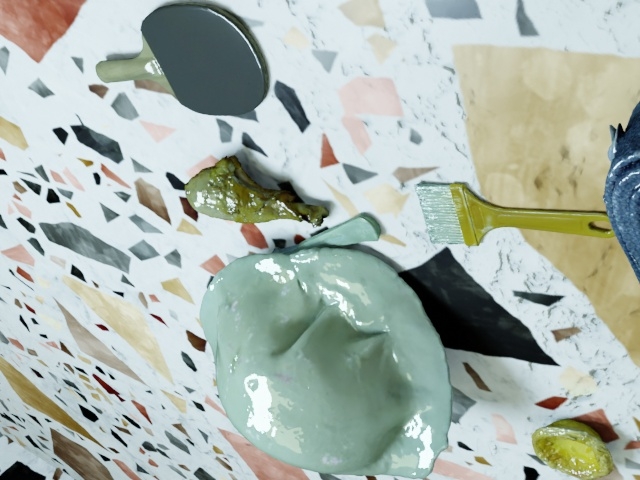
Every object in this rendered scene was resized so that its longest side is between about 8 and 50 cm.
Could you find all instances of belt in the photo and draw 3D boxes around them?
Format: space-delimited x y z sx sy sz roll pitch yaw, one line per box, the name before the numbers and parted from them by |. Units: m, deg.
belt | 0.301 -0.006 0.575 0.122 0.128 0.218 -9 126 44

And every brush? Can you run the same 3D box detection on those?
brush | 0.196 -0.021 0.745 0.205 0.011 0.083 5 133 34

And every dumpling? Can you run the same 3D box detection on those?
dumpling | -0.006 0.153 0.960 0.321 0.270 0.212 12 170 -7

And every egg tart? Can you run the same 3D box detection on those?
egg tart | 0.318 0.258 0.927 0.105 0.039 0.105 22 142 19

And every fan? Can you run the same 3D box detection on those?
fan | 0.000 0.000 0.923 0.193 0.016 0.038 -16 119 46

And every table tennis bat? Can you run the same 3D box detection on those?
table tennis bat | -0.164 -0.197 0.835 0.246 0.022 0.138 4 133 35

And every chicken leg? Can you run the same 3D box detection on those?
chicken leg | -0.077 -0.054 0.890 0.178 0.070 0.093 18 134 13
